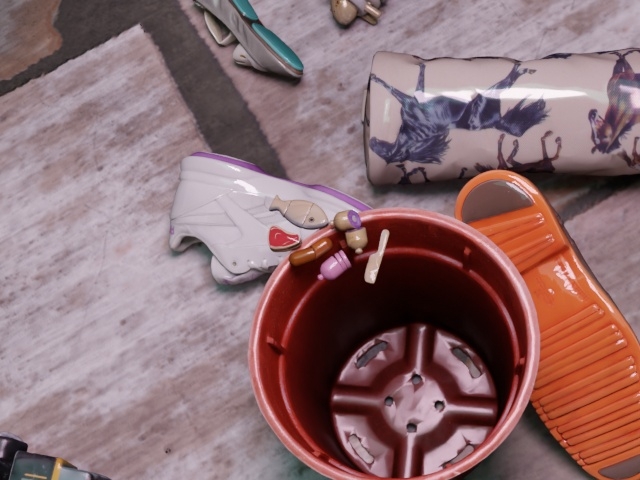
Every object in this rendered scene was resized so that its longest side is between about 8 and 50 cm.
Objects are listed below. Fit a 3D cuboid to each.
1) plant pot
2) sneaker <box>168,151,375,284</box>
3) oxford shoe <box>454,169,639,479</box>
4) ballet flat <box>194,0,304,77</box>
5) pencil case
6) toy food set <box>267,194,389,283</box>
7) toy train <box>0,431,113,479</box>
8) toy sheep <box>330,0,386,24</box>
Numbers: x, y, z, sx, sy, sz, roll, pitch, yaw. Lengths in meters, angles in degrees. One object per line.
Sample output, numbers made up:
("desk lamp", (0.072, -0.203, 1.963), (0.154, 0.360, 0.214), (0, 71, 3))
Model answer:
("plant pot", (0.086, 0.140, 1.129), (0.272, 0.265, 0.273), (-3, 69, 9))
("sneaker", (-0.044, -0.002, 1.310), (0.305, 0.114, 0.152), (17, 86, 20))
("oxford shoe", (0.273, 0.086, 1.197), (0.130, 0.132, 0.364), (-24, 86, 19))
("ballet flat", (-0.099, -0.271, 1.443), (0.068, 0.072, 0.213), (-46, 65, 20))
("pencil case", (0.240, -0.150, 1.277), (0.410, 0.183, 0.160), (-1, 102, 10))
("toy food set", (0.000, 0.000, 1.044), (0.122, 0.019, 0.078), (13, 72, 15))
("toy train", (-0.342, 0.380, 1.186), (0.190, 0.142, 0.334), (9, 70, 3))
("toy sheep", (0.057, -0.340, 1.425), (0.091, 0.091, 0.132), (28, 81, 19))
